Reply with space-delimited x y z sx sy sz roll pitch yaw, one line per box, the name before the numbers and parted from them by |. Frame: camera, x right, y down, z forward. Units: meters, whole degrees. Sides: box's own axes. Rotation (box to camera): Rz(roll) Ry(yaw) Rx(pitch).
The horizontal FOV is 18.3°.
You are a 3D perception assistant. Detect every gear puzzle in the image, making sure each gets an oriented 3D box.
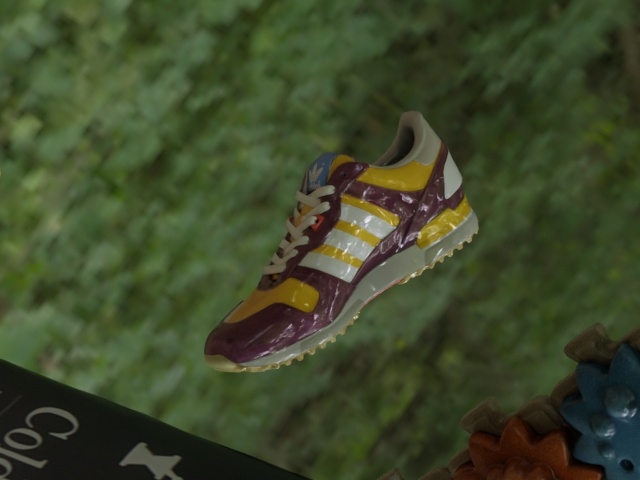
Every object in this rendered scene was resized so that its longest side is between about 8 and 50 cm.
gear puzzle | 0.102 0.182 1.038 0.339 0.175 0.044 -41 -177 37

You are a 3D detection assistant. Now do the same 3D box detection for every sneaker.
sneaker | 0.000 0.000 1.082 0.185 0.084 0.070 -35 -161 -30

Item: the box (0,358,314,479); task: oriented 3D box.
box | -0.084 0.324 0.698 0.480 0.472 0.297 -48 154 -54
